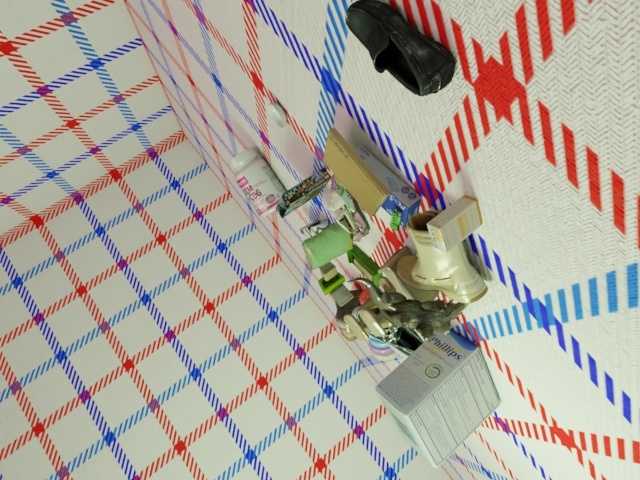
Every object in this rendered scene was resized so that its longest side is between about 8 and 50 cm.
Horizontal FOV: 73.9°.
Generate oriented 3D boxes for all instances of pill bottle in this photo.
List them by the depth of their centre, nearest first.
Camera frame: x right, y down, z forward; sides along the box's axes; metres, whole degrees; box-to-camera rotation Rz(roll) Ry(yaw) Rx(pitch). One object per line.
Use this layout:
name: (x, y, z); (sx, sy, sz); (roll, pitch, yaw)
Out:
pill bottle: (-0.274, -0.256, 1.871); (0.283, 0.160, 0.160); (56, 166, -9)

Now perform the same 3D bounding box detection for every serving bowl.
serving bowl: (-0.131, -0.398, 1.337); (0.083, 0.027, 0.083); (50, 166, 17)

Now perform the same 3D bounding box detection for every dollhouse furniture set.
dollhouse furniture set: (0.188, 0.144, 1.232); (0.161, 0.212, 0.242); (53, 140, -4)
dollhouse furniture set: (0.081, 0.080, 1.427); (0.151, 0.198, 0.301); (47, 165, 33)

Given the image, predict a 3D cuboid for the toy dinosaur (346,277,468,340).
toy dinosaur: (0.210, 0.174, 1.039); (0.314, 0.120, 0.160); (10, 168, 3)

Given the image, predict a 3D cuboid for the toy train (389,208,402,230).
toy train: (0.177, -0.047, 0.995); (0.024, 0.017, 0.083); (38, 163, 19)

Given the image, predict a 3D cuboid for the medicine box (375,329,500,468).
medicine box: (0.349, 0.454, 1.246); (0.149, 0.289, 0.263); (27, 149, 58)

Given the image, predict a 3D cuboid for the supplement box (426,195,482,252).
supplement box: (0.253, -0.031, 0.801); (0.036, 0.098, 0.062); (35, 156, 53)

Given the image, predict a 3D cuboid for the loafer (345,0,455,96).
loafer: (0.109, -0.304, 0.666); (0.223, 0.078, 0.076); (48, 165, 23)

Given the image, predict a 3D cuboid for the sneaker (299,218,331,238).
sneaker: (0.000, 0.000, 1.718); (0.235, 0.094, 0.153); (-8, 109, 63)

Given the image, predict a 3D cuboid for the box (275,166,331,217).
box: (-0.062, -0.154, 1.420); (0.044, 0.159, 0.233); (56, 166, 0)

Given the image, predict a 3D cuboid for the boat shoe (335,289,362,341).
boat shoe: (0.122, 0.303, 1.754); (0.324, 0.123, 0.116); (-60, -40, -69)

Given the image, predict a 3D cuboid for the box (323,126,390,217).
box: (0.080, -0.159, 1.031); (0.201, 0.021, 0.164); (51, 168, 8)

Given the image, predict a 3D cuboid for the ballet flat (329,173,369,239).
ballet flat: (0.074, -0.092, 1.288); (0.221, 0.079, 0.077); (60, 166, -23)

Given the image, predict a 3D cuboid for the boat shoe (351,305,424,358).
boat shoe: (0.255, 0.333, 1.544); (0.306, 0.113, 0.105); (40, 150, -10)

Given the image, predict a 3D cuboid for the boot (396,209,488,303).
boot: (0.242, 0.024, 0.977); (0.203, 0.095, 0.262); (59, 164, -23)

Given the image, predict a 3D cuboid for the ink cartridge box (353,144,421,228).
ink cartridge box: (0.149, -0.130, 1.019); (0.207, 0.046, 0.097); (47, 166, 24)

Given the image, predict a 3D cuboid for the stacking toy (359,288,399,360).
stacking toy: (0.229, 0.326, 1.691); (0.141, 0.141, 0.330); (35, 153, 53)
